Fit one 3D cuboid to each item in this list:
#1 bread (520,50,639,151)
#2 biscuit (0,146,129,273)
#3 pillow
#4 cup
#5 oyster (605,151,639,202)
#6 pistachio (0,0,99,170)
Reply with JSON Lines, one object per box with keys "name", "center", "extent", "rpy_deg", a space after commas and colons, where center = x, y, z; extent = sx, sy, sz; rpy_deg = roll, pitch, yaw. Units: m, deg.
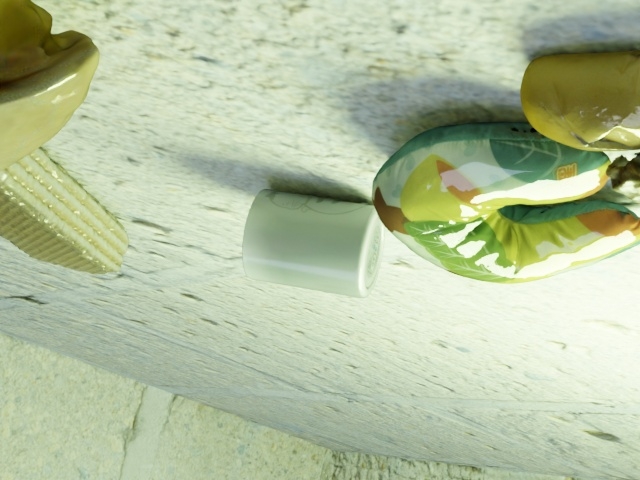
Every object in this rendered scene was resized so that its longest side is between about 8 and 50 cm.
{"name": "bread", "center": [0.193, -0.089, 0.640], "extent": [0.115, 0.056, 0.082], "rpy_deg": [4, 158, 29]}
{"name": "biscuit", "center": [-0.371, -0.068, 1.108], "extent": [0.144, 0.078, 0.426], "rpy_deg": [10, 160, 17]}
{"name": "pillow", "center": [0.159, -0.032, 0.816], "extent": [0.214, 0.086, 0.233], "rpy_deg": [-9, 150, 29]}
{"name": "cup", "center": [-0.001, -0.007, 1.006], "extent": [0.133, 0.136, 0.099], "rpy_deg": [9, 127, 16]}
{"name": "oyster", "center": [0.368, -0.021, 0.631], "extent": [0.345, 0.079, 0.128], "rpy_deg": [9, 179, 16]}
{"name": "pistachio", "center": [-0.298, -0.129, 0.707], "extent": [0.187, 0.187, 0.299], "rpy_deg": [29, 156, -37]}
